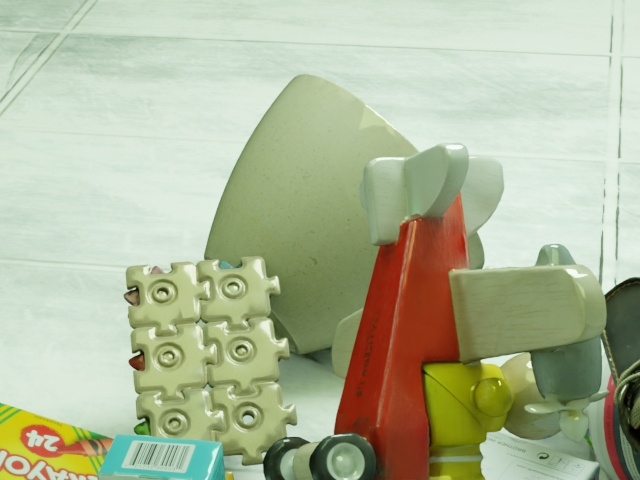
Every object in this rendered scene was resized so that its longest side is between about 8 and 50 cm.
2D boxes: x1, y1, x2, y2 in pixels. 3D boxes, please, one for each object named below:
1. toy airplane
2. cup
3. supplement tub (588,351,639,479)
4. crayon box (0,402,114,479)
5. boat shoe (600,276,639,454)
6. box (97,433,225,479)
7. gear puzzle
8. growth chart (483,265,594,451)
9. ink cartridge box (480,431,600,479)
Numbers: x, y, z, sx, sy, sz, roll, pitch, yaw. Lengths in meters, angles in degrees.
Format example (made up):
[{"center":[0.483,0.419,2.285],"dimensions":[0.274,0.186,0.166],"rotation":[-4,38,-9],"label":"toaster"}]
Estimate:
[{"center":[0.129,0.098,1.443],"dimensions":[0.272,0.384,0.386],"rotation":[20,28,-19],"label":"toy airplane"},{"center":[0.000,0.000,1.818],"dimensions":[0.237,0.331,0.331],"rotation":[-45,45,-14],"label":"cup"},{"center":[0.424,0.179,1.491],"dimensions":[0.191,0.191,0.272],"rotation":[-28,21,-37],"label":"supplement tub"},{"center":[-0.293,0.292,1.447],"dimensions":[0.202,0.081,0.318],"rotation":[20,28,-15],"label":"crayon box"},{"center":[0.337,0.147,1.342],"dimensions":[0.130,0.132,0.355],"rotation":[32,21,-38],"label":"boat shoe"},{"center":[-0.132,0.291,1.344],"dimensions":[0.100,0.244,0.060],"rotation":[3,30,9],"label":"box"},{"center":[-0.117,0.174,1.624],"dimensions":[0.175,0.044,0.339],"rotation":[-5,60,-7],"label":"gear puzzle"},{"center":[0.252,0.142,1.615],"dimensions":[0.021,0.237,0.172],"rotation":[-32,28,1],"label":"growth chart"},{"center":[0.131,0.298,1.497],"dimensions":[0.186,0.065,0.311],"rotation":[15,32,30],"label":"ink cartridge box"}]
